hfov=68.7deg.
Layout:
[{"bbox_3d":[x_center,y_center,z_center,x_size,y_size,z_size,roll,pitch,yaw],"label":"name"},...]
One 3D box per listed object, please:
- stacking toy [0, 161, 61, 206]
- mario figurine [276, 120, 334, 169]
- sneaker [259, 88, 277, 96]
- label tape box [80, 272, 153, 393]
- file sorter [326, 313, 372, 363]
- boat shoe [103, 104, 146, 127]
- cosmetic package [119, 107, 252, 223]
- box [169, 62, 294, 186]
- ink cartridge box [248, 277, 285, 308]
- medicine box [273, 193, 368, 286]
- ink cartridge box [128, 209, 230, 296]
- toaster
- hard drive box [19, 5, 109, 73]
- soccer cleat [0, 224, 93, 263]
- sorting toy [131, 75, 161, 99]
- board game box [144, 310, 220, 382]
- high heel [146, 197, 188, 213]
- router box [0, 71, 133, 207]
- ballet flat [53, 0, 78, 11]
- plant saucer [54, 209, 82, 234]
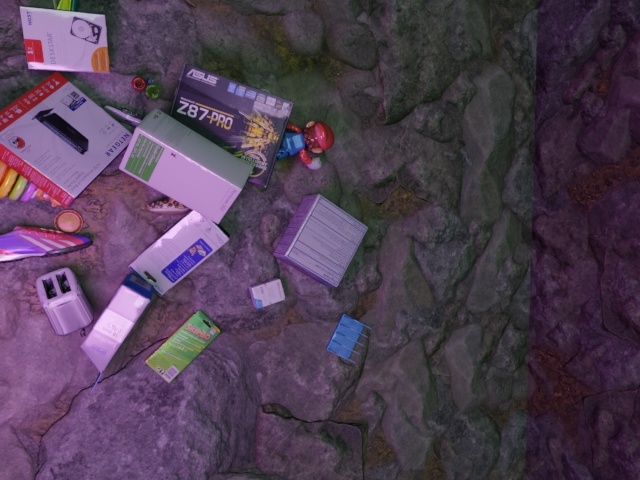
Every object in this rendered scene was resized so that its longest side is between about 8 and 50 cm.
[{"bbox_3d":[-0.943,-0.181,1.458,0.302,0.166,0.175,27,73,-38],"label":"stacking toy"},{"bbox_3d":[-0.099,-0.383,1.873,0.321,0.170,0.198,-15,135,-14],"label":"mario figurine"},{"bbox_3d":[-0.261,-0.452,1.753,0.297,0.129,0.111,-52,137,-12],"label":"sneaker"},{"bbox_3d":[-0.682,0.287,1.527,0.106,0.241,0.333,33,85,-17],"label":"label tape box"},{"bbox_3d":[0.128,0.422,2.006,0.118,0.104,0.170,32,79,-24],"label":"file sorter"},{"bbox_3d":[-0.672,-0.434,1.619,0.142,0.049,0.040,23,64,-26],"label":"boat shoe"},{"bbox_3d":[-0.439,-0.242,1.554,0.366,0.197,0.155,30,38,-14],"label":"cosmetic package"},{"bbox_3d":[-0.326,-0.399,1.655,0.395,0.097,0.318,19,99,-7],"label":"box"},{"bbox_3d":[-0.213,0.208,1.861,0.123,0.052,0.088,-16,100,-23],"label":"ink cartridge box"},{"bbox_3d":[0.000,0.000,1.899,0.264,0.149,0.289,33,79,-23],"label":"medicine box"},{"bbox_3d":[-0.501,0.034,1.672,0.333,0.065,0.165,-39,109,4],"label":"ink cartridge box"},{"bbox_3d":[-0.805,0.191,1.473,0.129,0.227,0.146,-23,134,-24],"label":"toaster"},{"bbox_3d":[-0.803,-0.633,1.488,0.232,0.089,0.180,-6,118,-24],"label":"hard drive box"},{"bbox_3d":[-0.906,0.001,1.495,0.319,0.109,0.116,-9,92,-22],"label":"soccer cleat"},{"bbox_3d":[-0.612,-0.542,1.647,0.102,0.042,0.061,29,95,-36],"label":"sorting toy"},{"bbox_3d":[-0.507,0.389,1.739,0.259,0.039,0.124,-44,110,-14],"label":"board game box"},{"bbox_3d":[-0.500,-0.191,1.698,0.262,0.093,0.186,-6,83,-22],"label":"high heel"},{"bbox_3d":[-0.803,-0.318,1.456,0.301,0.082,0.335,41,45,-21],"label":"router box"},{"bbox_3d":[-0.815,-0.813,1.518,0.077,0.077,0.230,13,89,-9],"label":"ballet flat"},{"bbox_3d":[-0.843,-0.060,1.569,0.084,0.013,0.083,-2,94,-25],"label":"plant saucer"}]
